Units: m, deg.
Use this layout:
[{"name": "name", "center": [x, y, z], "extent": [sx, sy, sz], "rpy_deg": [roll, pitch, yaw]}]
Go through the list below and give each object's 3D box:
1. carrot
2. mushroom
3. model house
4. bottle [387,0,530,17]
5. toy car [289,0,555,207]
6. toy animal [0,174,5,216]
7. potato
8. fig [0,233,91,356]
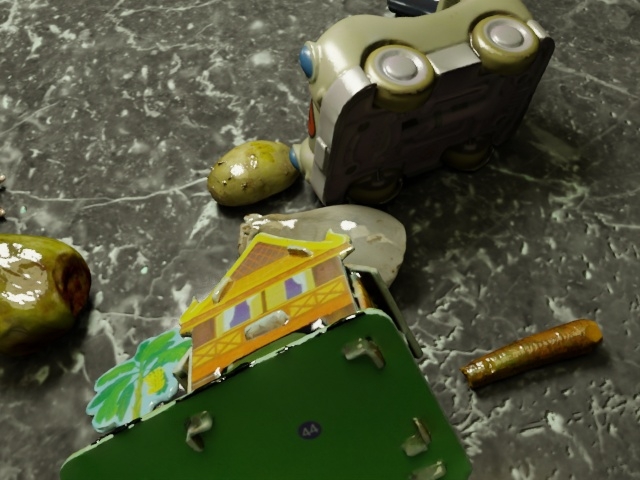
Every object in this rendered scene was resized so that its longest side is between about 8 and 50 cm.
[{"name": "carrot", "center": [0.245, 0.134, 0.874], "extent": [0.170, 0.042, 0.042], "rpy_deg": [-19, 53, -5]}, {"name": "mushroom", "center": [0.000, 0.000, 0.970], "extent": [0.225, 0.093, 0.116], "rpy_deg": [15, 76, 11]}, {"name": "model house", "center": [-0.068, 0.157, 0.813], "extent": [0.357, 0.243, 0.313], "rpy_deg": [-29, 25, 6]}, {"name": "bottle", "center": [0.233, -0.383, 1.253], "extent": [0.244, 0.082, 0.072], "rpy_deg": [26, 104, 25]}, {"name": "toy car", "center": [0.114, -0.217, 1.009], "extent": [0.335, 0.242, 0.226], "rpy_deg": [-20, 61, -19]}, {"name": "toy animal", "center": [-0.506, -0.087, 1.101], "extent": [0.114, 0.091, 0.082], "rpy_deg": [17, 42, 20]}, {"name": "potato", "center": [-0.096, -0.098, 1.069], "extent": [0.138, 0.070, 0.091], "rpy_deg": [-29, 56, -15]}, {"name": "fig", "center": [-0.378, 0.061, 0.934], "extent": [0.165, 0.154, 0.144], "rpy_deg": [32, 12, -11]}]
